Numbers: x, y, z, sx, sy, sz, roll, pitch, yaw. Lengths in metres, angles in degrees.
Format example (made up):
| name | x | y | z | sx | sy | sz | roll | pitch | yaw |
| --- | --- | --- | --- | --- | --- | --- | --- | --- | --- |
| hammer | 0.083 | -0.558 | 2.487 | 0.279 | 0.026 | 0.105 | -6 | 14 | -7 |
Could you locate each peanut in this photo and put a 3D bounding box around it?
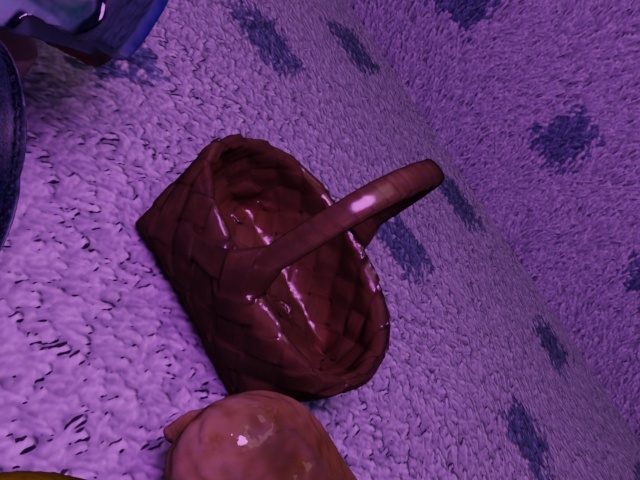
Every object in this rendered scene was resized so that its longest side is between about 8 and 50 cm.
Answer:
| name | x | y | z | sx | sy | sz | roll | pitch | yaw |
| --- | --- | --- | --- | --- | --- | --- | --- | --- | --- |
| peanut | -0.026 | 0.255 | 0.573 | 0.291 | 0.143 | 0.159 | 52 | 21 | -15 |

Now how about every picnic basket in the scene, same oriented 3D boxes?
| name | x | y | z | sx | sy | sz | roll | pitch | yaw |
| --- | --- | --- | --- | --- | --- | --- | --- | --- | --- |
| picnic basket | 0.000 | 0.000 | 0.688 | 0.337 | 0.337 | 0.293 | 58 | 30 | 6 |

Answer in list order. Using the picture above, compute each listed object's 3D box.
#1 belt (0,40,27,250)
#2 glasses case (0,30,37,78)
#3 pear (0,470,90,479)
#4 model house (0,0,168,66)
| name | x | y | z | sx | sy | sz | roll | pitch | yaw |
| --- | --- | --- | --- | --- | --- | --- | --- | --- | --- |
| belt | -0.311 | -0.076 | 0.424 | 0.116 | 0.206 | 0.268 | 16 | 37 | -56 |
| glasses case | -0.382 | -0.197 | 0.597 | 0.083 | 0.050 | 0.196 | 52 | 29 | -1 |
| pear | -0.182 | 0.214 | 0.282 | 0.176 | 0.286 | 0.282 | 38 | 29 | 9 |
| model house | -0.256 | -0.309 | 0.554 | 0.294 | 0.252 | 0.329 | 30 | 1 | -7 |
